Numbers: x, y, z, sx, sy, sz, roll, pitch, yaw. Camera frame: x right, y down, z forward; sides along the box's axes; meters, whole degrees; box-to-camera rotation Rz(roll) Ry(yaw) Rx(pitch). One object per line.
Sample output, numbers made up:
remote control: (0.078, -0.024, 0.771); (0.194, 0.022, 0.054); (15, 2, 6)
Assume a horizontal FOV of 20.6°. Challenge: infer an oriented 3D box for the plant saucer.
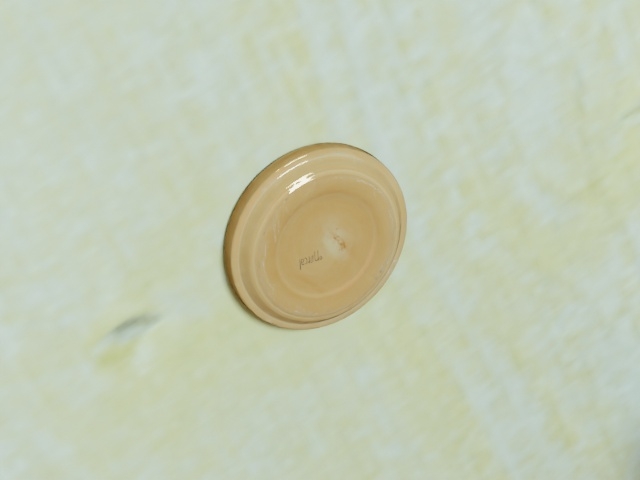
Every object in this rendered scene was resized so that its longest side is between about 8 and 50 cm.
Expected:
plant saucer: (0.000, 0.000, 0.739); (0.083, 0.013, 0.083); (-12, 118, -23)
